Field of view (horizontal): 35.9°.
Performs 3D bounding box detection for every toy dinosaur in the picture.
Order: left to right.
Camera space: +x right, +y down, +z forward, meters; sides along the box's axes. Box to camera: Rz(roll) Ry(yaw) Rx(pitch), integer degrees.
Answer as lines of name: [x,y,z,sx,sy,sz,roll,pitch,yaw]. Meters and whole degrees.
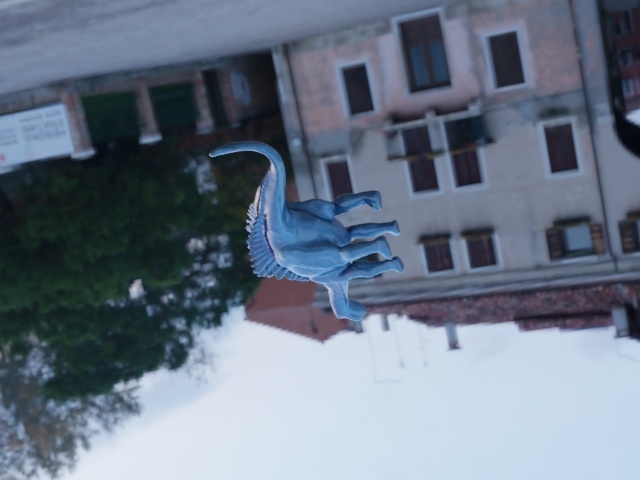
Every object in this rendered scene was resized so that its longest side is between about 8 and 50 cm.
toy dinosaur: [0.000,0.000,0.546,0.080,0.045,0.197,-14,147,16]
